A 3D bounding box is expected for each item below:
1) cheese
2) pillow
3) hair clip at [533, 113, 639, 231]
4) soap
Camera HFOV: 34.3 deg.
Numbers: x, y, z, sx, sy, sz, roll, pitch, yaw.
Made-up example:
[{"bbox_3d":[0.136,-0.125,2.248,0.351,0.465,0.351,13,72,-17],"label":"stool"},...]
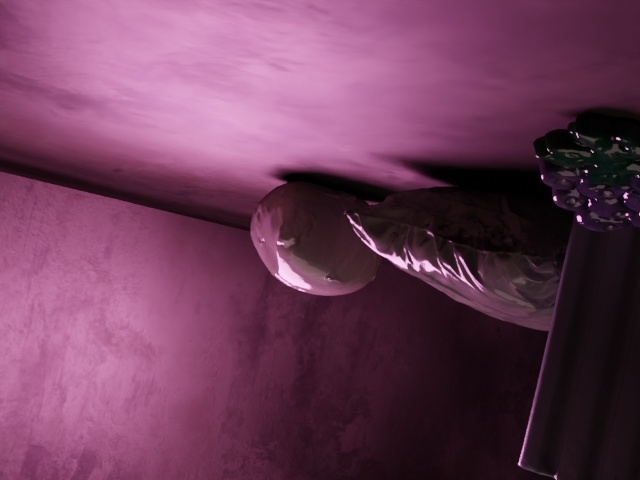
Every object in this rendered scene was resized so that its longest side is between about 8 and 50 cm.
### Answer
[{"bbox_3d":[0.000,0.000,1.477,0.189,0.154,0.198,8,178,-15],"label":"cheese"},{"bbox_3d":[0.210,0.019,1.123,0.283,0.138,0.310,16,178,-35],"label":"pillow"},{"bbox_3d":[0.226,-0.053,0.766,0.124,0.052,0.195,0,163,26],"label":"hair clip"},{"bbox_3d":[0.278,0.085,0.875,0.087,0.266,0.159,16,175,-41],"label":"soap"}]
